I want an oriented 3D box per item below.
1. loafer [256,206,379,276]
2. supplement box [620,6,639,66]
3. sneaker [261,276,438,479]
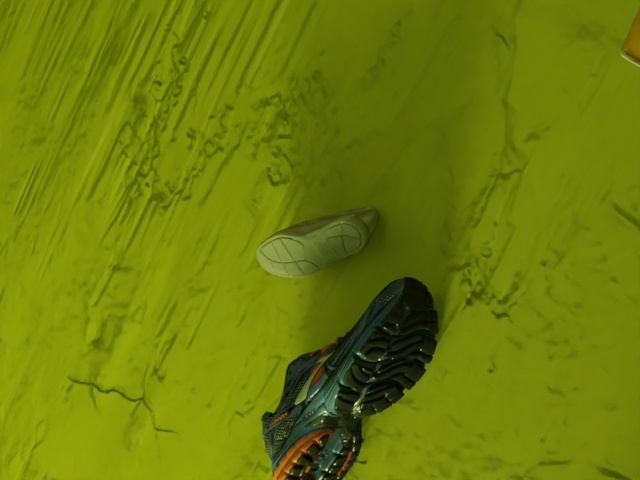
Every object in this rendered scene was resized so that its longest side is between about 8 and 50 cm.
[{"bbox_3d":[0.000,0.000,1.323,0.125,0.039,0.045,-17,109,42],"label":"loafer"},{"bbox_3d":[0.369,-0.226,0.915,0.195,0.194,0.356,32,107,37],"label":"supplement box"},{"bbox_3d":[0.013,0.112,1.273,0.221,0.083,0.087,-54,49,20],"label":"sneaker"}]
